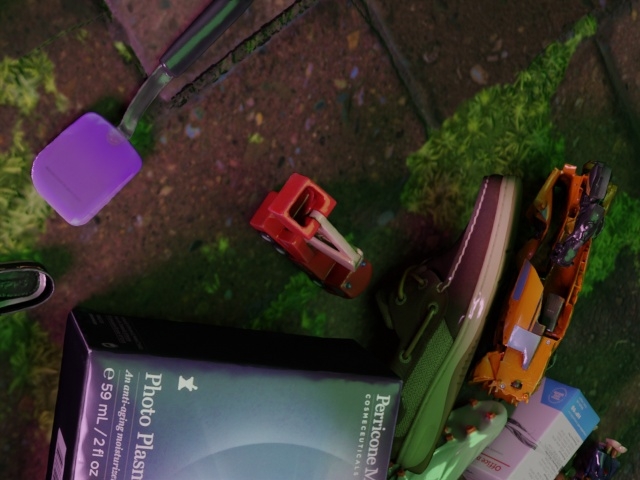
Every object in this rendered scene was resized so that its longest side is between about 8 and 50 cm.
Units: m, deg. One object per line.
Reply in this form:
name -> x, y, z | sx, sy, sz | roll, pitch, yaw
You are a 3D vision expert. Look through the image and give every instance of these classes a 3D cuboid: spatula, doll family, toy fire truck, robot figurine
spatula -> -0.158, -0.145, 1.406 | 0.296, 0.030, 0.084 | -51, 122, -14
doll family -> 0.315, 0.287, 1.813 | 0.193, 0.076, 0.111 | 35, 76, -38
toy fire truck -> 0.000, 0.000, 1.485 | 0.192, 0.135, 0.047 | 43, 76, -34
robot figurine -> 0.251, 0.040, 1.658 | 0.085, 0.211, 0.291 | 20, 83, 5

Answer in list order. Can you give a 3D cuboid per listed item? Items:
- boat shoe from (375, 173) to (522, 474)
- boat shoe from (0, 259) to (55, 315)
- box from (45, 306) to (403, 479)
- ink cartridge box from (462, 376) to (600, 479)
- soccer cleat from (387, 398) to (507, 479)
boat shoe -> 0.116, 0.078, 1.588 | 0.123, 0.123, 0.342 | -41, 151, -73
boat shoe -> -0.306, 0.047, 1.341 | 0.133, 0.042, 0.048 | -12, 110, -31
box -> -0.102, 0.236, 1.388 | 0.294, 0.183, 0.296 | 6, 97, -17
ink cartridge box -> 0.226, 0.243, 1.719 | 0.180, 0.104, 0.060 | -48, 123, -17
soccer cleat -> 0.135, 0.254, 1.686 | 0.196, 0.068, 0.076 | -35, 124, -15
